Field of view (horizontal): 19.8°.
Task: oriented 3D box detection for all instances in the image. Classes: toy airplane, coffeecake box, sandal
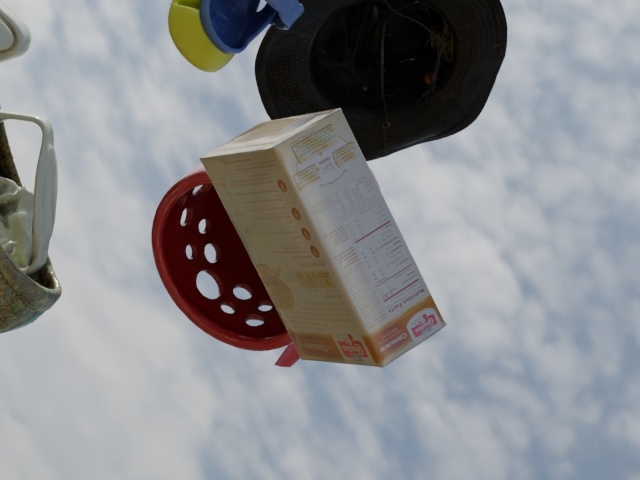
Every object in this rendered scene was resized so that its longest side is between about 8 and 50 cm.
[{"bbox_3d":[0.013,0.108,2.178,0.028,0.151,0.151,53,-25,26],"label":"toy airplane"},{"bbox_3d":[0.000,0.000,1.405,0.142,0.068,0.185,-2,-63,64],"label":"coffeecake box"},{"bbox_3d":[-0.059,-0.329,2.068,0.138,0.317,0.126,-12,-39,35],"label":"sandal"}]

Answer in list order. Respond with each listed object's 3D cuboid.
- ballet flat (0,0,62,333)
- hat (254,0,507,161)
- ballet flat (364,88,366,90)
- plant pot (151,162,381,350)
[{"bbox_3d":[-0.256,-0.103,1.337,0.123,0.123,0.348,177,-98,-68],"label":"ballet flat"},{"bbox_3d":[0.070,-0.264,2.390,0.134,0.331,0.331,-109,-169,-52],"label":"hat"},{"bbox_3d":[0.036,-0.252,2.769,0.086,0.248,0.086,-23,-124,39],"label":"ballet flat"},{"bbox_3d":[-0.044,-0.014,1.789,0.191,0.174,0.191,14,-57,23],"label":"plant pot"}]
